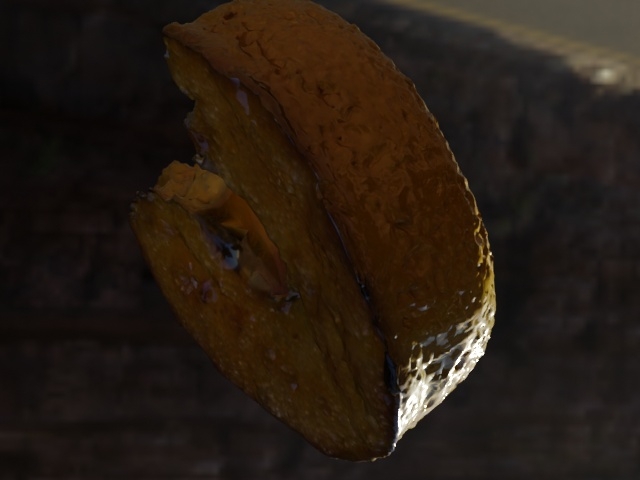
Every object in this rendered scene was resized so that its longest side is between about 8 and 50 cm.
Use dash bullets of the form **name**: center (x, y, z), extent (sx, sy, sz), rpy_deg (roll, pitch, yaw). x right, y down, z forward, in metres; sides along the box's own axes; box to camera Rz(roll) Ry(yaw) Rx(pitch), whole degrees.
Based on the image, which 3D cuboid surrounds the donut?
- **donut**: center (0.000, 0.000, 1.595), extent (0.163, 0.377, 0.435), rpy_deg (-29, 170, -23)
